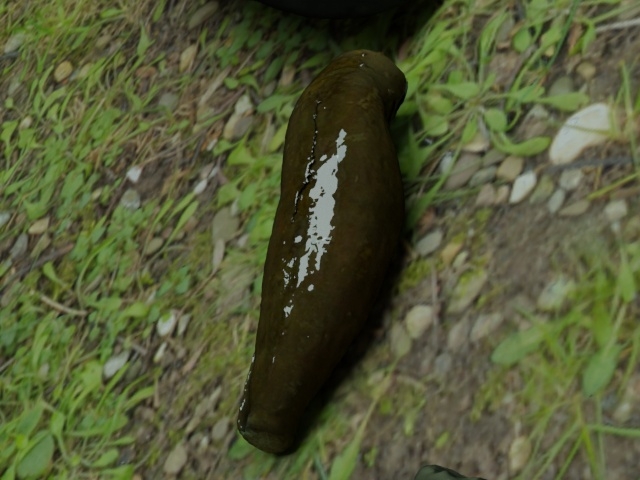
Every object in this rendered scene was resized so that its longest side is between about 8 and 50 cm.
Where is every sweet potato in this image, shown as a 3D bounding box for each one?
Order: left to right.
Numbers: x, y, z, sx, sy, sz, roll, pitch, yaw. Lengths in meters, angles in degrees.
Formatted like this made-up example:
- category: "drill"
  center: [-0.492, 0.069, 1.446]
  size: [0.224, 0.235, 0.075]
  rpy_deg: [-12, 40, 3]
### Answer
- category: "sweet potato"
  center: [0.007, 0.002, 1.217]
  size: [0.112, 0.085, 0.286]
  rpy_deg: [124, 157, -70]

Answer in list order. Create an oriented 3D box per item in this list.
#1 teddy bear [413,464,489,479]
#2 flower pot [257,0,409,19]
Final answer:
- category: "teddy bear"
  center: [0.135, 0.204, 0.779]
  size: [0.367, 0.224, 0.357]
  rpy_deg: [-48, 49, 3]
- category: "flower pot"
  center: [-0.057, -0.329, 1.394]
  size: [0.294, 0.293, 0.330]
  rpy_deg: [-57, 30, -6]
